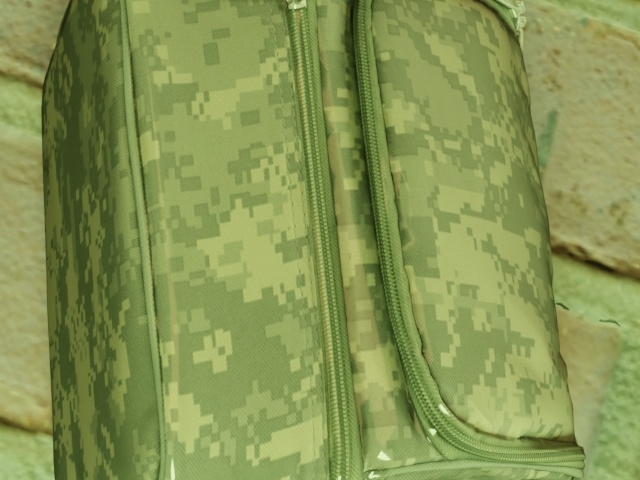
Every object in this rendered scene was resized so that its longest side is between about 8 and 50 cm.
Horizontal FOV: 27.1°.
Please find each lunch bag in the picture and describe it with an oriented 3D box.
[{"bbox_3d":[0.000,0.000,0.691,0.256,0.212,0.305,0,73,-23],"label":"lunch bag"}]
